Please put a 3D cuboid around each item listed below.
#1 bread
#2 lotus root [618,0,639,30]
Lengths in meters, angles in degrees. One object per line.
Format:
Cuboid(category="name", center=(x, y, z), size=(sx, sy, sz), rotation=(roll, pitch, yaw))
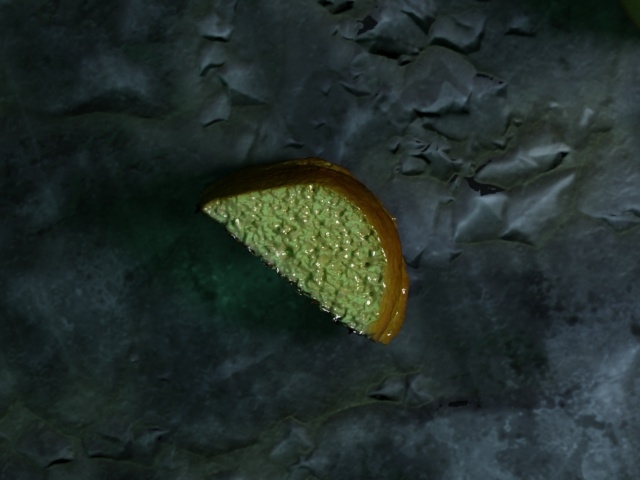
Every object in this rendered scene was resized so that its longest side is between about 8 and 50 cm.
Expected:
Cuboid(category="bread", center=(0.001, -0.010, 1.882), size=(0.260, 0.129, 0.134), rotation=(36, 97, 1))
Cuboid(category="lotus root", center=(0.352, -0.329, 1.750), size=(0.183, 0.183, 0.310), rotation=(-21, 90, 13))
